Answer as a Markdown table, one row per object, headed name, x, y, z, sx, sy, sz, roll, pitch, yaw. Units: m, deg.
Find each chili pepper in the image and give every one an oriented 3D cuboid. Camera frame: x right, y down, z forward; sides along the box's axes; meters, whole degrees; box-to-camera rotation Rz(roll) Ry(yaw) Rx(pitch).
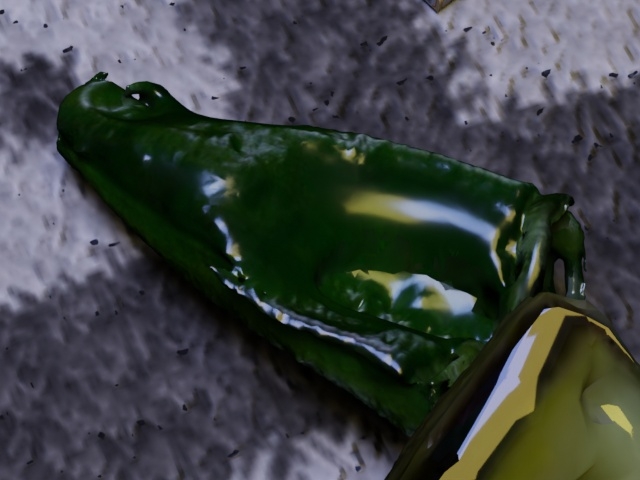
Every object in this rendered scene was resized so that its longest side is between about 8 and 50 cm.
| name | x | y | z | sx | sy | sz | roll | pitch | yaw |
| --- | --- | --- | --- | --- | --- | --- | --- | --- | --- |
| chili pepper | 0.001 | -0.001 | 0.615 | 0.216 | 0.062 | 0.108 | 32 | 57 | 9 |

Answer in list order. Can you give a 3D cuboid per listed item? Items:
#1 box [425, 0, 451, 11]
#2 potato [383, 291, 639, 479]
| name | x | y | z | sx | sy | sz | roll | pitch | yaw |
| --- | --- | --- | --- | --- | --- | --- | --- | --- | --- |
| box | 0.063 | -0.134 | 0.716 | 0.083 | 0.012 | 0.046 | -38 | 73 | -22 |
| potato | 0.060 | 0.231 | 0.447 | 0.280 | 0.213 | 0.330 | -41 | 84 | -6 |
